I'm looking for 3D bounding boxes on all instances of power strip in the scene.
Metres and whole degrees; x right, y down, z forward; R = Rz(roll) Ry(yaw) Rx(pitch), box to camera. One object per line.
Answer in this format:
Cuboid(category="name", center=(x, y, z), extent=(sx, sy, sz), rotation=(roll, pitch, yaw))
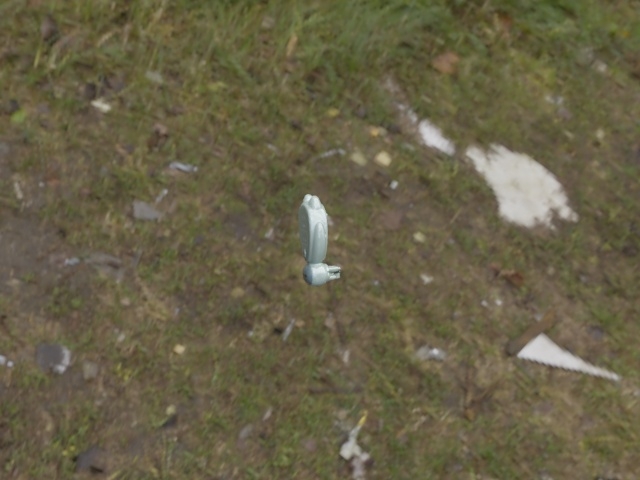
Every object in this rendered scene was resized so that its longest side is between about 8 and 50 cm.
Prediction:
Cuboid(category="power strip", center=(0.000, 0.000, 0.945), extent=(0.035, 0.055, 0.083), rotation=(-5, 97, -15))
